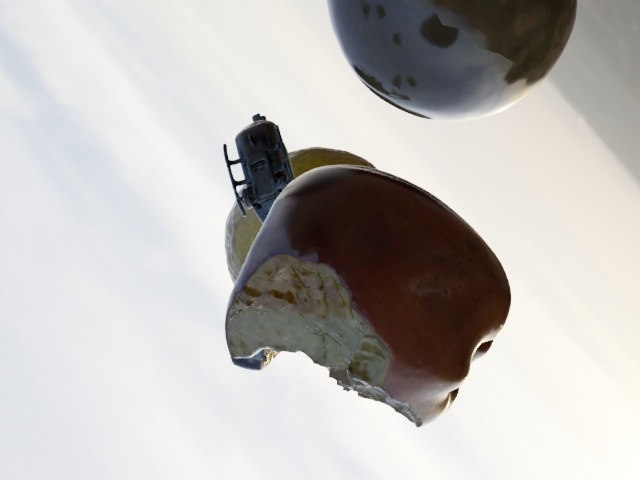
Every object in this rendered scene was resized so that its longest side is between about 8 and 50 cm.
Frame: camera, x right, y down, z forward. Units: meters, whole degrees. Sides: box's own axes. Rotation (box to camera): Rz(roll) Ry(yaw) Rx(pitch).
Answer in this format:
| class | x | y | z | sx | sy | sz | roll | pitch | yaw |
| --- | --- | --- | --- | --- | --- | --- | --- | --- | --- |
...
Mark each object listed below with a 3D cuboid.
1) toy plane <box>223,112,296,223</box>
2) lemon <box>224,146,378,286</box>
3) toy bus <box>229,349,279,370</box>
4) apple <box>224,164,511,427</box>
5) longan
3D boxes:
| class | x | y | z | sx | sy | sz | roll | pitch | yaw |
| --- | --- | --- | --- | --- | --- | --- | --- | --- | --- |
| toy plane | -0.040 | -0.029 | 1.215 | 0.096 | 0.060 | 0.235 | 45 | -154 | -71 |
| lemon | 0.000 | 0.000 | 1.638 | 0.253 | 0.253 | 0.310 | 50 | 165 | 7 |
| toy bus | -0.089 | 0.145 | 1.832 | 0.060 | 0.075 | 0.123 | 10 | -159 | 18 |
| apple | 0.034 | 0.030 | 0.761 | 0.158 | 0.147 | 0.156 | 21 | 157 | 4 |
| longan | 0.108 | -0.202 | 1.086 | 0.220 | 0.196 | 0.196 | 19 | -166 | -3 |
